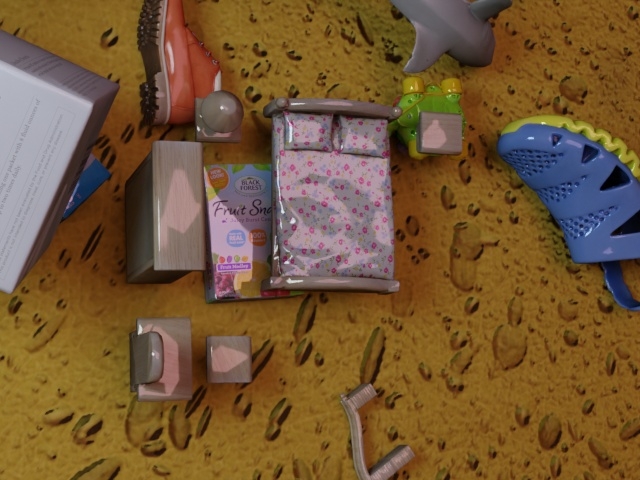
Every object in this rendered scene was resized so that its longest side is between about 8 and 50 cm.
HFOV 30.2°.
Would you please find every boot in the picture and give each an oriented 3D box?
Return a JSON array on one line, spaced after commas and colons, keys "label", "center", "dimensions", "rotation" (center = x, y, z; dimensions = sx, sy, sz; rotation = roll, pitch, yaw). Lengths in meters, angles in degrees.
[{"label": "boot", "center": [-0.144, -0.198, 1.238], "dimensions": [0.085, 0.059, 0.157], "rotation": [-2, 91, -28]}]

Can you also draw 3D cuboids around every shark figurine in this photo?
[{"label": "shark figurine", "center": [0.089, -0.245, 1.297], "dimensions": [0.278, 0.166, 0.116], "rotation": [26, 82, -18]}]

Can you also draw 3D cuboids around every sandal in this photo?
[{"label": "sandal", "center": [0.331, -0.028, 1.392], "dimensions": [0.317, 0.126, 0.138], "rotation": [35, 73, -14]}]

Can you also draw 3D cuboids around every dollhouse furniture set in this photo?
[{"label": "dollhouse furniture set", "center": [0.000, 0.000, 1.152], "dimensions": [0.356, 0.174, 0.303], "rotation": [1, 82, -17]}]

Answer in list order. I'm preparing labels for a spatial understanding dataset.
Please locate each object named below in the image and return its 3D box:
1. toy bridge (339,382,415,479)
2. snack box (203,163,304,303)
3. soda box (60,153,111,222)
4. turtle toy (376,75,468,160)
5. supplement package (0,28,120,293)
[{"label": "toy bridge", "center": [0.071, 0.243, 1.277], "dimensions": [0.063, 0.026, 0.188], "rotation": [-35, 96, -24]}, {"label": "snack box", "center": [-0.075, -0.008, 1.245], "dimensions": [0.100, 0.037, 0.141], "rotation": [-2, 82, -24]}, {"label": "soda box", "center": [-0.302, -0.112, 1.139], "dimensions": [0.210, 0.071, 0.067], "rotation": [47, 67, -11]}, {"label": "turtle toy", "center": [0.106, -0.133, 1.332], "dimensions": [0.130, 0.066, 0.095], "rotation": [-1, 82, -24]}, {"label": "supplement package", "center": [-0.345, -0.109, 1.000], "dimensions": [0.293, 0.175, 0.177], "rotation": [25, 101, -8]}]
